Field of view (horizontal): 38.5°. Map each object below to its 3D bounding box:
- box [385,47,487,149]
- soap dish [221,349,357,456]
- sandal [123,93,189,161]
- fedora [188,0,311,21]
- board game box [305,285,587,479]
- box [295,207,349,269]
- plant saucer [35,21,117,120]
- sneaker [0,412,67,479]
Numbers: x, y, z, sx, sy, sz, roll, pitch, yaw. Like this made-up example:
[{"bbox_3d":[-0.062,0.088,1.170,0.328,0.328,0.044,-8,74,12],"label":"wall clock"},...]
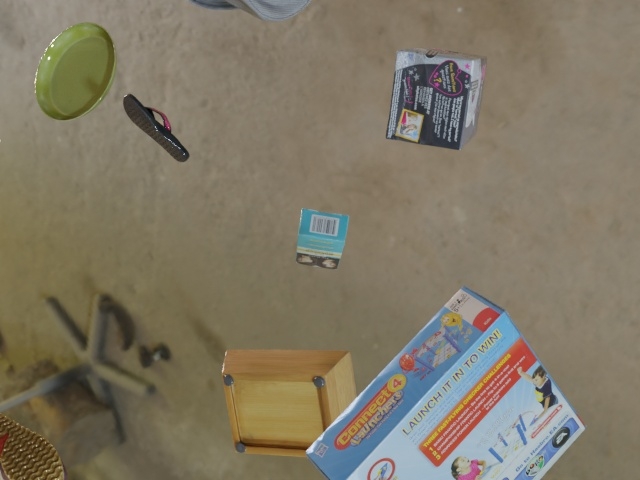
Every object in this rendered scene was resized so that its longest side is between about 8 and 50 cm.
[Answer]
[{"bbox_3d":[0.219,-0.266,1.678,0.142,0.247,0.163,10,105,12],"label":"box"},{"bbox_3d":[-0.066,0.348,1.937,0.291,0.118,0.229,-2,103,23],"label":"soap dish"},{"bbox_3d":[-0.327,-0.232,1.849,0.179,0.040,0.067,46,153,-25],"label":"sandal"},{"bbox_3d":[-0.087,-0.434,1.448,0.124,0.275,0.244,51,121,21],"label":"fedora"},{"bbox_3d":[0.181,0.270,1.243,0.302,0.308,0.086,51,171,-36],"label":"board game box"},{"bbox_3d":[0.000,0.000,1.975,0.100,0.244,0.060,9,74,0],"label":"box"},{"bbox_3d":[-0.554,-0.382,2.105,0.241,0.037,0.241,-8,72,26],"label":"plant saucer"},{"bbox_3d":[-0.383,0.278,1.152,0.185,0.069,0.084,30,141,26],"label":"sneaker"}]
